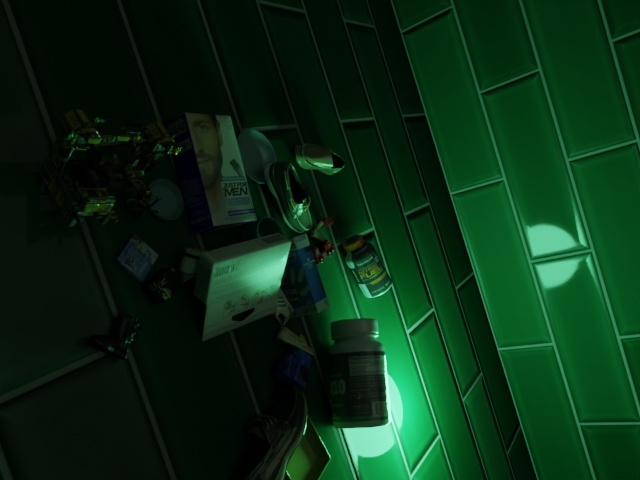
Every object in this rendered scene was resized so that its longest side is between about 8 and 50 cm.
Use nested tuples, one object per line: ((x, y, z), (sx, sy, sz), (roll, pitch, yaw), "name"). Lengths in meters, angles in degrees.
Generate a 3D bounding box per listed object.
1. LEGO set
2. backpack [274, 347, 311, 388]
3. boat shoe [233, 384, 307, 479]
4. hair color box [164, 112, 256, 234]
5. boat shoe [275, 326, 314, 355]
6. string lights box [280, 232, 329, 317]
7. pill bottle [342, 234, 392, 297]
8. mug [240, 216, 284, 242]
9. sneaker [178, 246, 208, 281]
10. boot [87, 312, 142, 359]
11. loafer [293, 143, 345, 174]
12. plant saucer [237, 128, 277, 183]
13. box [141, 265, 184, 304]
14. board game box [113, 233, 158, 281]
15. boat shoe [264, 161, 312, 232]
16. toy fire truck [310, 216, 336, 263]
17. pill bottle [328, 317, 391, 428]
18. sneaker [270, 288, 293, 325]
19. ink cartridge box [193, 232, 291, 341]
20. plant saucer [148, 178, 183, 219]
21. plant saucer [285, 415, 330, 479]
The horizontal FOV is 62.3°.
((-0.468, -0.150, 1.237), (0.192, 0.255, 0.331), (53, 20, 17), "LEGO set")
((-0.085, 0.402, 1.687), (0.101, 0.098, 0.120), (45, 46, -30), "backpack")
((-0.141, 0.565, 1.522), (0.130, 0.132, 0.355), (50, 41, -31), "boat shoe")
((-0.324, -0.201, 1.581), (0.185, 0.110, 0.338), (-13, 87, -53), "hair color box")
((-0.077, 0.335, 1.751), (0.170, 0.063, 0.059), (39, 55, -38), "boat shoe")
((-0.077, 0.119, 1.770), (0.077, 0.133, 0.259), (-23, 96, -53), "string lights box")
((0.181, 0.098, 2.129), (0.245, 0.131, 0.130), (60, 38, -19), "pill bottle")
((-0.191, 0.010, 1.688), (0.129, 0.097, 0.157), (18, 65, -50), "mug")
((-0.312, 0.082, 1.526), (0.235, 0.090, 0.094), (17, 86, -52), "sneaker")
((-0.486, 0.219, 1.258), (0.121, 0.045, 0.099), (45, 47, -45), "boot")
((0.000, -0.327, 2.074), (0.269, 0.092, 0.101), (6, 73, -52), "loafer")
((-0.226, -0.283, 1.801), (0.195, 0.038, 0.194), (24, 59, -48), "plant saucer")
((-0.413, 0.117, 1.387), (0.062, 0.052, 0.083), (63, 36, -18), "box")
((-0.473, 0.045, 1.361), (0.090, 0.020, 0.090), (50, 42, -32), "board game box")
((-0.092, -0.146, 1.852), (0.305, 0.091, 0.109), (63, 37, -36), "boat shoe")
((0.000, 0.000, 1.992), (0.192, 0.047, 0.135), (-35, 106, -52), "toy fire truck")
((0.132, 0.465, 1.863), (0.204, 0.204, 0.360), (17, 64, -50), "pill bottle")
((-0.147, 0.206, 1.709), (0.161, 0.057, 0.075), (58, 33, -27), "sneaker")
((-0.230, 0.129, 1.542), (0.296, 0.066, 0.261), (-16, 129, -47), "ink cartridge box")
((-0.435, -0.111, 1.469), (0.119, 0.021, 0.119), (25, 58, -47), "plant saucer")
((-0.063, 0.680, 1.658), (0.188, 0.045, 0.188), (-44, 113, -51), "plant saucer")
